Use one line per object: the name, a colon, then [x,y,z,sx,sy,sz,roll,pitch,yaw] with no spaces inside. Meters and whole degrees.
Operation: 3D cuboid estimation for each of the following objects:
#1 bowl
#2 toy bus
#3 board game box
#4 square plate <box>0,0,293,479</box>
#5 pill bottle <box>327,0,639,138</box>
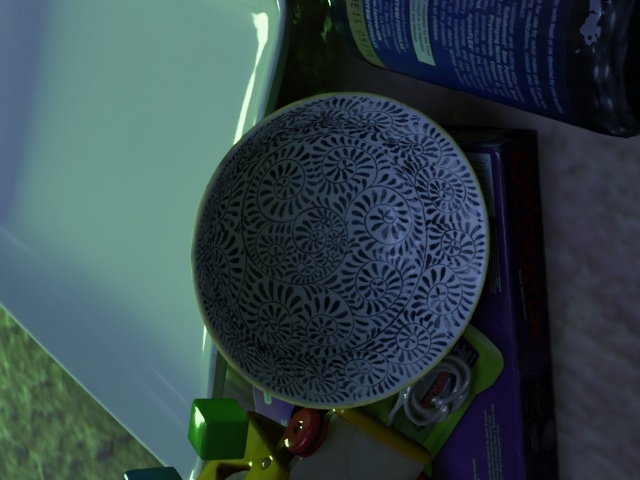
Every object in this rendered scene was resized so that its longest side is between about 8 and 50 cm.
bowl: [0.000,0.000,0.901,0.080,0.170,0.170,-154,52,-67]
toy bus: [-0.019,0.149,0.980,0.104,0.202,0.191,-134,34,-58]
board game box: [0.046,0.097,1.011,0.208,0.056,0.347,6,111,34]
square plate: [-0.142,-0.071,1.068,0.344,0.049,0.347,37,128,37]
pill bottle: [0.121,-0.121,0.809,0.219,0.123,0.123,21,119,33]
